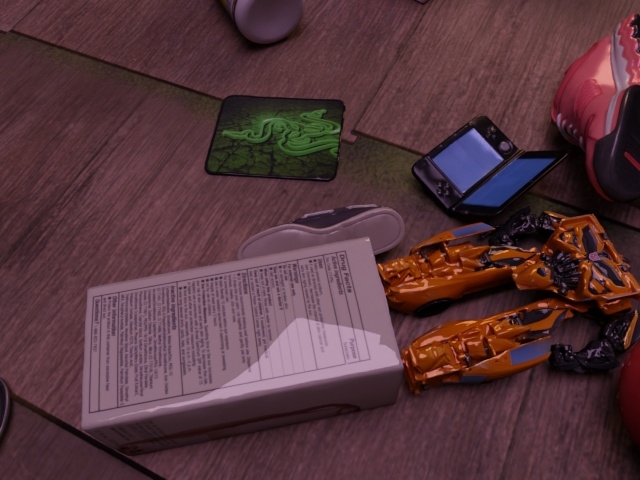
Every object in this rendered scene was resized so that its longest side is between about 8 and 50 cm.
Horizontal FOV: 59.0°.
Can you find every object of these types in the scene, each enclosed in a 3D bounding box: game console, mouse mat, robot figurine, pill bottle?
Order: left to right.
[{"bbox_3d":[-0.119,-0.429,0.923,0.117,0.117,0.215,-24,61,-10],"label":"pill bottle"},{"bbox_3d":[-0.064,-0.152,0.820,0.190,0.007,0.152,4,60,5],"label":"mouse mat"},{"bbox_3d":[0.212,-0.101,0.720,0.144,0.085,0.124,-37,80,-18],"label":"game console"},{"bbox_3d":[0.215,0.059,0.630,0.291,0.085,0.211,-16,61,-5],"label":"robot figurine"}]

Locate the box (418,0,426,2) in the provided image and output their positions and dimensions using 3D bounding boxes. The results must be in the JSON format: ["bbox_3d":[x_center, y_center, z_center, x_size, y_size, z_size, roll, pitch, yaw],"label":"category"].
[{"bbox_3d":[0.107,-0.560,0.965,0.300,0.154,0.142,37,68,21],"label":"box"}]

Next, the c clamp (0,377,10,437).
[{"bbox_3d":[-0.412,0.224,0.614,0.161,0.022,0.137,-26,56,-10],"label":"c clamp"}]

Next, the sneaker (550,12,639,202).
[{"bbox_3d":[0.362,-0.151,0.725,0.116,0.136,0.313,41,53,-19],"label":"sneaker"}]

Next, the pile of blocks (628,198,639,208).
[{"bbox_3d":[0.548,-0.157,0.720,0.362,0.112,0.149,-32,62,-15],"label":"pile of blocks"}]

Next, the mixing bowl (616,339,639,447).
[{"bbox_3d":[0.353,0.148,0.539,0.181,0.181,0.098,-45,27,-20],"label":"mixing bowl"}]

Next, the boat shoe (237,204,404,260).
[{"bbox_3d":[0.000,0.000,0.707,0.206,0.075,0.065,-14,16,2],"label":"boat shoe"}]

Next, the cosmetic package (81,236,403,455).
[{"bbox_3d":[-0.077,0.113,0.593,0.296,0.129,0.153,-9,58,-1],"label":"cosmetic package"}]
